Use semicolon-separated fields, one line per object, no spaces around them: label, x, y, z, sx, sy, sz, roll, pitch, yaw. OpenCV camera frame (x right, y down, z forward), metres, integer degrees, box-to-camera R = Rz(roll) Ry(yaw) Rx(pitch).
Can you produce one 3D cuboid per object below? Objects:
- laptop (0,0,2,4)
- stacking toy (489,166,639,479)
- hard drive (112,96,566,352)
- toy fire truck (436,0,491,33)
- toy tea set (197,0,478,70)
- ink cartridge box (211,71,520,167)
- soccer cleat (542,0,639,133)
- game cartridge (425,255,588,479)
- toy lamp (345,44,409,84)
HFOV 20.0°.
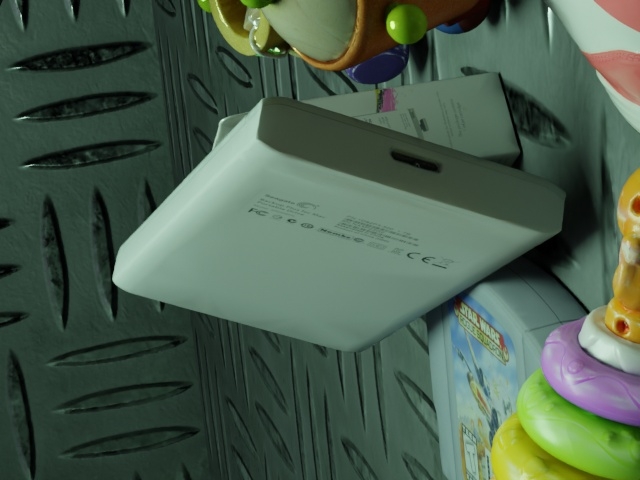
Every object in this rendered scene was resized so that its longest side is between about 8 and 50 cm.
laptop;-0.094;-0.363;1.113;0.382;0.236;0.408;-57;40;36
stacking toy;0.159;0.096;0.953;0.175;0.166;0.302;37;126;51
hard drive;0.000;0.000;1.213;0.307;0.203;0.040;143;140;-62
toy fire truck;0.044;-0.267;1.192;0.254;0.169;0.302;55;-170;-49
toy tea set;-0.045;-0.179;0.957;0.336;0.124;0.200;-5;102;61
ink cartridge box;0.026;-0.053;1.267;0.115;0.198;0.067;112;147;-68
soccer cleat;0.124;-0.171;0.892;0.116;0.109;0.318;60;180;-42
game cartridge;0.137;0.114;1.246;0.297;0.062;0.198;-135;33;-70
toy lamp;0.015;-0.251;1.458;0.080;0.080;0.274;105;153;-63
